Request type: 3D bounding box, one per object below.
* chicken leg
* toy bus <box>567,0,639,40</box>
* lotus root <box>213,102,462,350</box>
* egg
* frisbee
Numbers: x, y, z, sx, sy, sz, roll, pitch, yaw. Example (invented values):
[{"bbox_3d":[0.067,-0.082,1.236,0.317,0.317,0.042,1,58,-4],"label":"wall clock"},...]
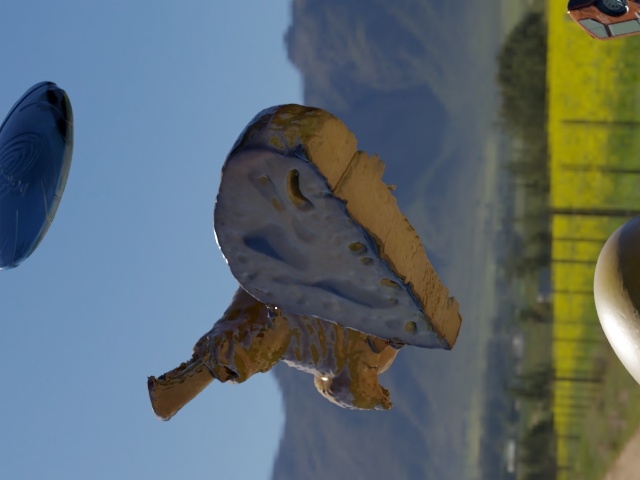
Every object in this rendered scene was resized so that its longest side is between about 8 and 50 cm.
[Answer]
[{"bbox_3d":[-0.028,0.132,1.819,0.295,0.409,0.182,56,170,-14],"label":"chicken leg"},{"bbox_3d":[0.521,-0.356,1.910,0.092,0.408,0.093,47,-120,-29],"label":"toy bus"},{"bbox_3d":[0.000,0.000,1.212,0.261,0.170,0.074,60,-147,-34],"label":"lotus root"},{"bbox_3d":[0.469,0.090,1.634,0.250,0.322,0.250,-39,-28,-26],"label":"egg"},{"bbox_3d":[-0.375,-0.083,1.713,0.045,0.242,0.242,16,-109,-35],"label":"frisbee"}]
